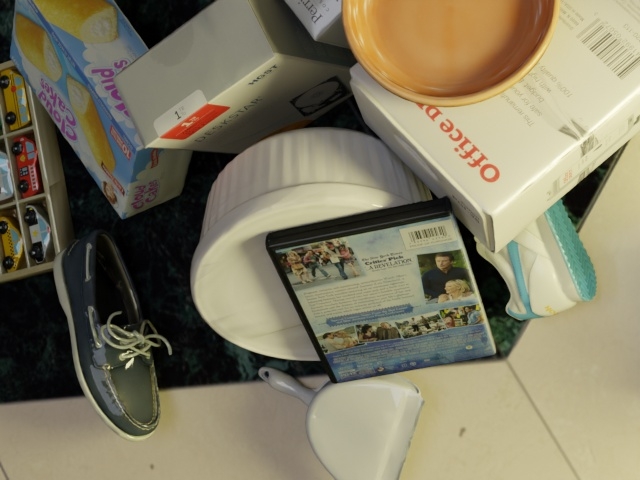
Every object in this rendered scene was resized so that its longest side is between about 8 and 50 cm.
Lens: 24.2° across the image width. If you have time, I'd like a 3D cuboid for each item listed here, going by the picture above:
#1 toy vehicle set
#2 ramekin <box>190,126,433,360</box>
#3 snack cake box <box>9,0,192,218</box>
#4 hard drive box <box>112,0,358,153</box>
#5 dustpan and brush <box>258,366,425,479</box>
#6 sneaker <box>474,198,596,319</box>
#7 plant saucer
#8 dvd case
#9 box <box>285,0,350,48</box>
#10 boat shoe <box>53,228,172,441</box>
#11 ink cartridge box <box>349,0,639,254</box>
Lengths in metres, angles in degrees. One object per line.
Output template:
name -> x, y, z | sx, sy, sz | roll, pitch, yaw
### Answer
toy vehicle set -> -0.400, -0.082, 1.874 | 0.166, 0.035, 0.266 | -15, 84, 29
ramekin -> 0.000, 0.000, 1.533 | 0.273, 0.273, 0.127 | -28, 45, 27
snack cake box -> -0.253, -0.175, 1.722 | 0.264, 0.089, 0.152 | 53, 150, 18
hard drive box -> -0.074, -0.174, 1.580 | 0.181, 0.232, 0.089 | -32, 75, 26
dustpan and brush -> 0.012, 0.188, 1.645 | 0.211, 0.060, 0.147 | 22, 106, 20
sneaker -> 0.196, -0.031, 1.516 | 0.092, 0.087, 0.228 | -26, 77, 28
plant saucer -> 0.120, -0.214, 1.368 | 0.200, 0.037, 0.199 | -2, 77, 10
dvd case -> 0.066, 0.056, 1.489 | 0.180, 0.253, 0.022 | -11, 51, 10
box -> 0.025, -0.299, 1.552 | 0.119, 0.182, 0.181 | -45, 71, 22
boat shoe -> -0.238, 0.109, 1.758 | 0.079, 0.095, 0.254 | -33, 66, 37
ink cartridge box -> 0.198, -0.159, 1.428 | 0.283, 0.117, 0.207 | -40, 70, -7
